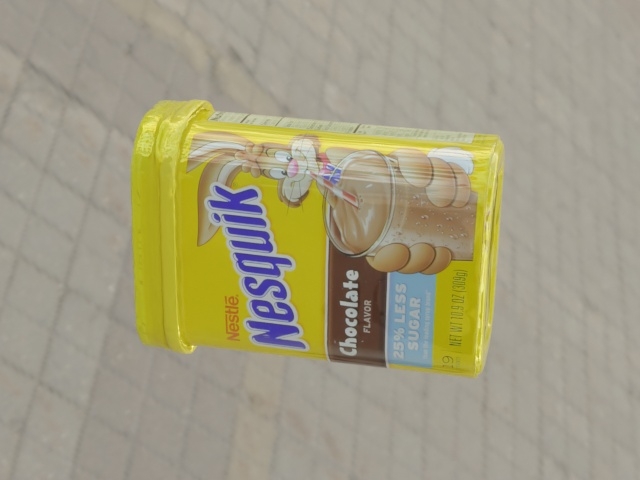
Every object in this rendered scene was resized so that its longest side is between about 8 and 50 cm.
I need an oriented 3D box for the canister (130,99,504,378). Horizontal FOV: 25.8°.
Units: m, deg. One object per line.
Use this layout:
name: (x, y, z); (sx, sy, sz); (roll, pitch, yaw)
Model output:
canister: (0.000, 0.000, 0.682); (0.073, 0.170, 0.126); (-59, 153, -65)
